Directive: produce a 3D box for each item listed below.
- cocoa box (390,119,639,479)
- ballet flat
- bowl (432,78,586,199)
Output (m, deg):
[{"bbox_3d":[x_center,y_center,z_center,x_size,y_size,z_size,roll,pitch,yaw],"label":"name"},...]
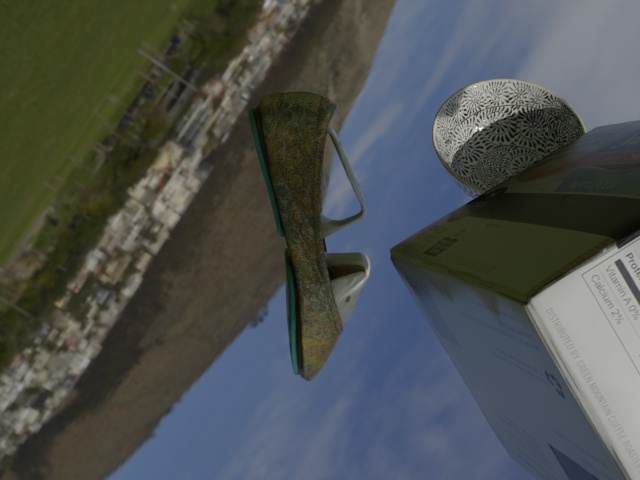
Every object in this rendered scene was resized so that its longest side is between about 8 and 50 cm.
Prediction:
[{"bbox_3d":[0.233,0.056,0.664,0.228,0.231,0.347,-32,-173,-5],"label":"cocoa box"},{"bbox_3d":[0.000,0.000,1.065,0.123,0.123,0.348,-109,-170,-73],"label":"ballet flat"},{"bbox_3d":[0.210,-0.095,1.053,0.080,0.170,0.170,85,27,-58],"label":"bowl"}]
